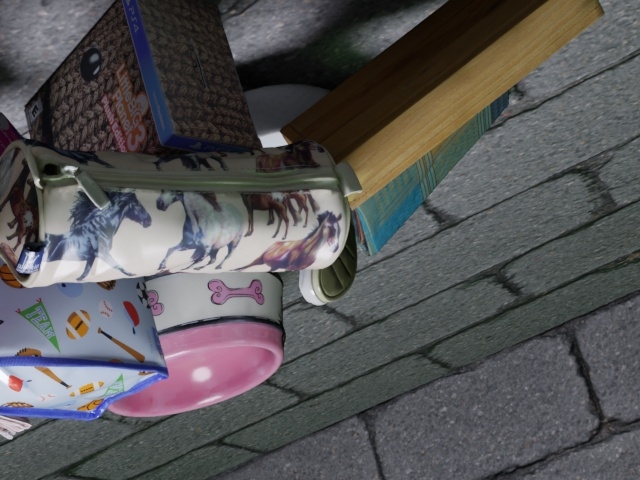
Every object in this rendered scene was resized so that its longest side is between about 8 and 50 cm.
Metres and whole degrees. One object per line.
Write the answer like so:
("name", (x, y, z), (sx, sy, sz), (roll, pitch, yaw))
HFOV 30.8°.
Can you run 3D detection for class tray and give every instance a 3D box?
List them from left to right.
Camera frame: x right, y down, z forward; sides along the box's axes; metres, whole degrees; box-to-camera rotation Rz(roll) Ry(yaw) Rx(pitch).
("tray", (0.152, -0.222, 1.543), (0.411, 0.203, 0.076), (-37, 118, -3))

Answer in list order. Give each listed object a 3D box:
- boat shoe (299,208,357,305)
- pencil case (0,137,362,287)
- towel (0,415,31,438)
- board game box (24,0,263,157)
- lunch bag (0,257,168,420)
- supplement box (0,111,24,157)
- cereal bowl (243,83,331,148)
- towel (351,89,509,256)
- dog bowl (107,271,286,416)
("boat shoe", (0.000, 0.000, 1.971), (0.103, 0.302, 0.113), (-12, 126, 23))
("pencil case", (-0.164, -0.037, 1.348), (0.410, 0.160, 0.183), (-3, 165, -28))
("towel", (-0.644, 0.177, 1.854), (0.053, 0.332, 0.317), (-47, 154, 0))
("board game box", (-0.242, -0.148, 1.534), (0.141, 0.232, 0.291), (7, 145, -43))
("lunch bag", (-0.467, 0.094, 1.786), (0.239, 0.328, 0.385), (-33, 154, 27))
("supplement box", (-0.428, -0.091, 1.433), (0.114, 0.111, 0.220), (-40, -177, 0))
("cereal bowl", (-0.083, -0.134, 1.787), (0.339, 0.141, 0.339), (-15, 157, -7))
("towel", (0.174, -0.156, 1.836), (0.370, 0.040, 0.271), (-48, 160, -12))
("dog bowl", (-0.247, 0.194, 2.134), (0.408, 0.150, 0.408), (-15, 156, -7))
